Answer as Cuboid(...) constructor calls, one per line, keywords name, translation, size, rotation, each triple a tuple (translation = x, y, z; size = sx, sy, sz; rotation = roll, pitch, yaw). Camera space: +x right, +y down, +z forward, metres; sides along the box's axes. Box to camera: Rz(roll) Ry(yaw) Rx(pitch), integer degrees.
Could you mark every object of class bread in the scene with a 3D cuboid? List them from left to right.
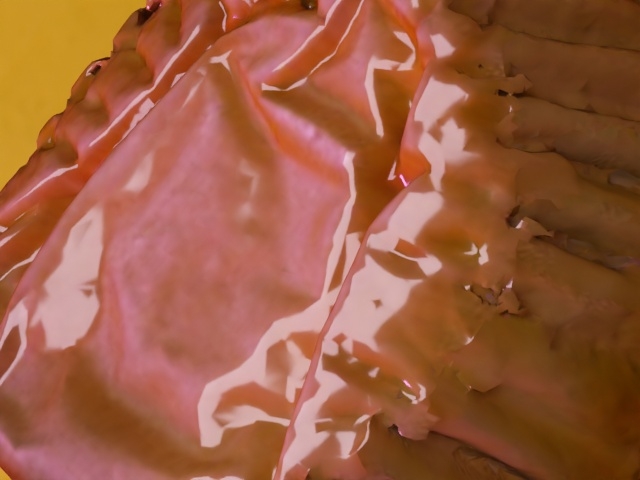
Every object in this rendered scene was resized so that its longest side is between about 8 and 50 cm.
Cuboid(name="bread", translation=(0.003, -0.001, 0.472), size=(0.240, 0.139, 0.239), rotation=(-12, 65, 28))
